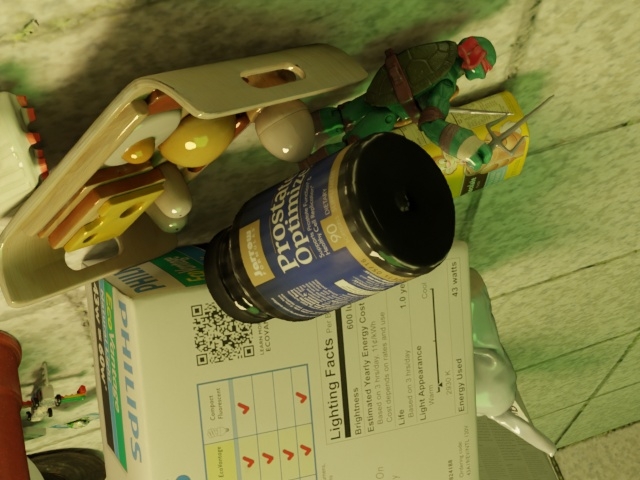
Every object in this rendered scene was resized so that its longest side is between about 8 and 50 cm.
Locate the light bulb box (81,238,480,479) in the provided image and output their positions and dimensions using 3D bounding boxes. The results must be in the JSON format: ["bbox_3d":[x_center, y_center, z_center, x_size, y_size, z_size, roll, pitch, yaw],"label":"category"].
[{"bbox_3d":[-0.040,0.180,1.283,0.361,0.358,0.225,-8,-170,-22],"label":"light bulb box"}]

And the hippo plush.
[{"bbox_3d":[0.116,0.167,1.582,0.236,0.294,0.234,-25,-167,-5],"label":"hippo plush"}]

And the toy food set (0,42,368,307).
[{"bbox_3d":[-0.120,-0.050,1.035,0.306,0.092,0.220,-40,169,38],"label":"toy food set"}]

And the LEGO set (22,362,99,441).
[{"bbox_3d":[-0.377,0.221,1.601,0.244,0.060,0.182,-19,163,18],"label":"LEGO set"}]

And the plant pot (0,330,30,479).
[{"bbox_3d":[-0.437,0.274,1.353,0.272,0.265,0.272,-18,158,-8],"label":"plant pot"}]

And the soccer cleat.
[{"bbox_3d":[-0.267,-0.058,1.012,0.076,0.068,0.196,-13,159,-12],"label":"soccer cleat"}]

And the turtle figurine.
[{"bbox_3d":[0.089,-0.123,1.117,0.234,0.118,0.175,-25,-162,13],"label":"turtle figurine"}]

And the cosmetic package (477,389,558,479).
[{"bbox_3d":[0.252,0.336,2.073,0.097,0.284,0.377,-31,155,28],"label":"cosmetic package"}]

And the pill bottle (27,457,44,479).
[{"bbox_3d":[-0.544,0.399,1.565,0.363,0.210,0.210,-17,159,11],"label":"pill bottle"}]

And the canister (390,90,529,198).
[{"bbox_3d":[0.128,-0.086,1.279,0.170,0.073,0.126,-20,158,-6],"label":"canister"}]

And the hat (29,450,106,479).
[{"bbox_3d":[-0.469,0.454,1.914,0.331,0.134,0.331,-19,158,-8],"label":"hat"}]

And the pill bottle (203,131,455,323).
[{"bbox_3d":[0.000,0.000,1.038,0.123,0.123,0.219,1,161,-43],"label":"pill bottle"}]
